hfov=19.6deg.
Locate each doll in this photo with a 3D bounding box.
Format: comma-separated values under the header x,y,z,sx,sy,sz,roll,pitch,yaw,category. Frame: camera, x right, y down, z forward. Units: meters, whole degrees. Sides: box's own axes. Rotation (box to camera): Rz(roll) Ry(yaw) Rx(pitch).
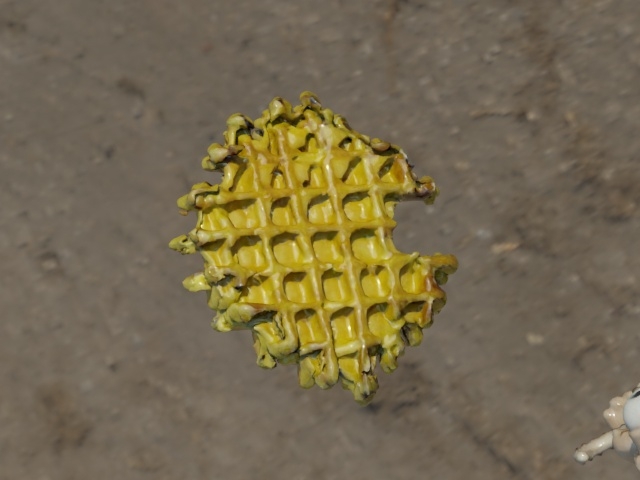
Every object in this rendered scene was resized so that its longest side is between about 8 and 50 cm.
x,y,z,sx,sy,sz,roll,pitch,yaw,category
0.328,0.163,1.697,0.119,0.154,0.278,54,167,-2,doll

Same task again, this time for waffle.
x,y,z,sx,sy,sz,roll,pitch,yaw,category
0.000,0.000,1.473,0.231,0.228,0.051,37,154,-7,waffle
